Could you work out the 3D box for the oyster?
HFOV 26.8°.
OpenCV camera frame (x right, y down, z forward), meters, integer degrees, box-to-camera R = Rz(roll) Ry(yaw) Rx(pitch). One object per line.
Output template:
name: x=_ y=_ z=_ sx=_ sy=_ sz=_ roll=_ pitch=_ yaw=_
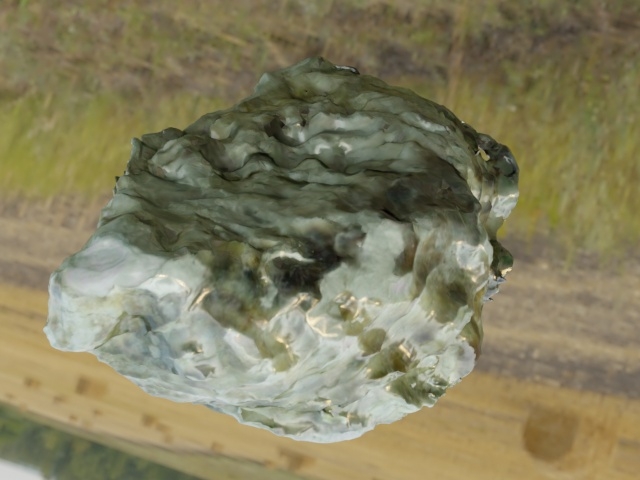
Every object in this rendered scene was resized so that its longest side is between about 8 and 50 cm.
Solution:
oyster: x=0.000 y=0.000 z=0.639 sx=0.198 sy=0.267 sz=0.112 roll=33 pitch=130 yaw=-4
